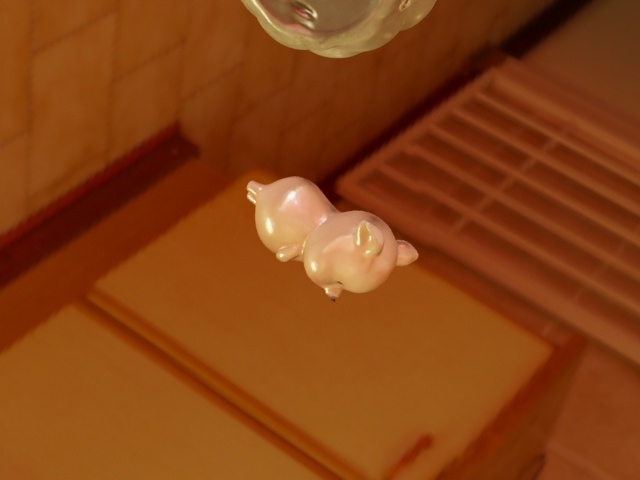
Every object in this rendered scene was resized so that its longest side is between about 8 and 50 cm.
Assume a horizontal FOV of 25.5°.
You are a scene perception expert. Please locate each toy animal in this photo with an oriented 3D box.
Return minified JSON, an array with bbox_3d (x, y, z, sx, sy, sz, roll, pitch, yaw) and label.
[{"bbox_3d":[0.002,-0.006,1.163,0.083,0.150,0.089,-45,157,-59],"label":"toy animal"}]

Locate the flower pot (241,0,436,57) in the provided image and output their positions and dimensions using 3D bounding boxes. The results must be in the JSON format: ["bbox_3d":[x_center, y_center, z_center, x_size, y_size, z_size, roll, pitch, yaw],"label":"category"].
[{"bbox_3d":[0.018,-0.319,1.518,0.195,0.246,0.246,-57,170,-64],"label":"flower pot"}]
